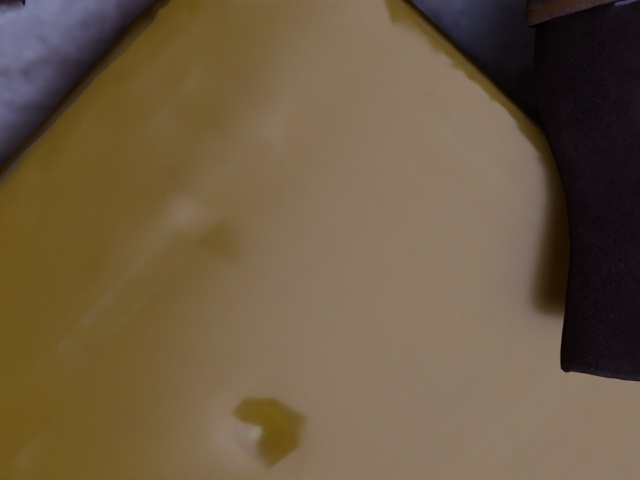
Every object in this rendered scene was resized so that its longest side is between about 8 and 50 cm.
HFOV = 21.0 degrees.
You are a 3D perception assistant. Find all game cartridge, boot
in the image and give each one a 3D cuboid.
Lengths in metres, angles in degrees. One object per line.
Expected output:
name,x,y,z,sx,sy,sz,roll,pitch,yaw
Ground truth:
game cartridge,-0.024,0.068,0.697,0.285,0.053,0.324,42,99,-11
boot,0.200,-0.054,0.622,0.248,0.090,0.207,-4,91,5
